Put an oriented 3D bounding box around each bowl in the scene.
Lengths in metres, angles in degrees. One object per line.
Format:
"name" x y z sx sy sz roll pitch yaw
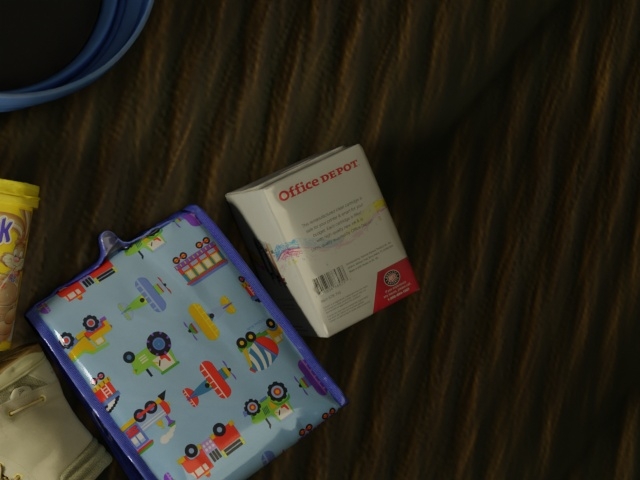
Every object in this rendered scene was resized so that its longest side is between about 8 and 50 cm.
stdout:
"bowl" -0.345 -0.303 1.369 0.391 0.077 0.391 15 63 -32

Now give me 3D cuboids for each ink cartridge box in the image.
"ink cartridge box" 0.000 0.000 1.548 0.128 0.127 0.176 -25 99 -22

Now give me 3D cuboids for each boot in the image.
"boot" -0.330 0.225 1.427 0.213 0.077 0.165 -37 105 -23

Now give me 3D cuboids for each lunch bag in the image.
"lunch bag" -0.152 0.115 1.491 0.221 0.138 0.293 -34 93 -18

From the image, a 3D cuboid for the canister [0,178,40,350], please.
"canister" -0.357 0.019 1.422 0.126 0.073 0.170 10 86 -23
